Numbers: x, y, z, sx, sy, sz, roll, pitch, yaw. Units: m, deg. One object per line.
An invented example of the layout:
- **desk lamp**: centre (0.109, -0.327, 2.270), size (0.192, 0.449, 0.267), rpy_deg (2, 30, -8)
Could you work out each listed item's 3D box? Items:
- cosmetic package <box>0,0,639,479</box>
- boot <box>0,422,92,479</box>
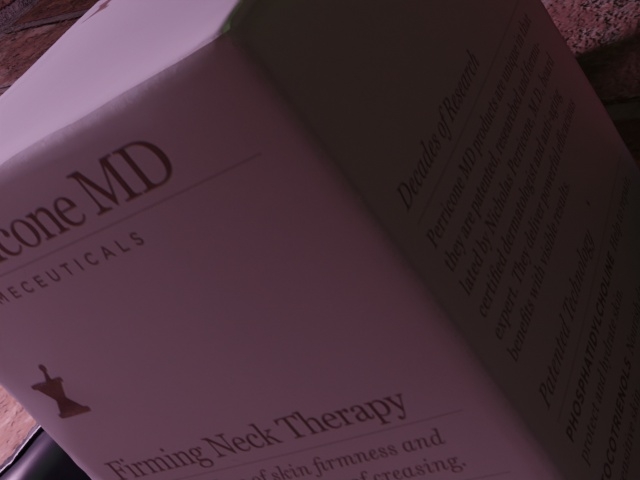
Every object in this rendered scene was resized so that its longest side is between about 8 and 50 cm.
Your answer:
- **cosmetic package**: centre (0.000, 0.000, 0.765), size (0.329, 0.394, 0.327), rpy_deg (-21, 27, 36)
- **boot**: centre (-0.219, 0.240, 0.907), size (0.246, 0.094, 0.207), rpy_deg (-36, 27, -5)
